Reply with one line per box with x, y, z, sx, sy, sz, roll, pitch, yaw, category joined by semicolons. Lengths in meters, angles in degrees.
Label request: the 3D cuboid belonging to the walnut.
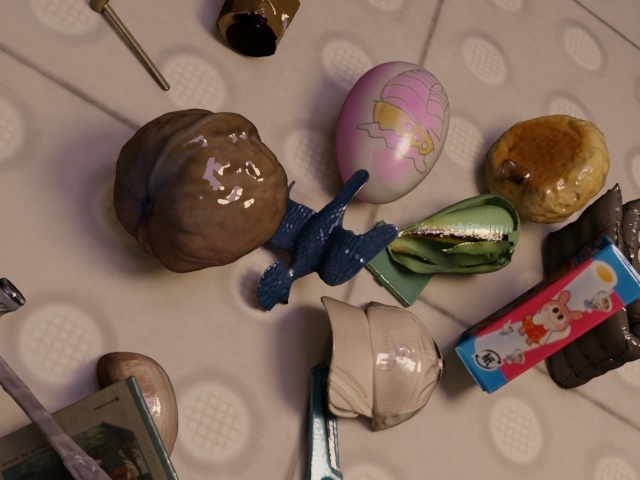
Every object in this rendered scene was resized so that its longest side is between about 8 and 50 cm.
-0.172;-0.077;1.358;0.248;0.248;0.248;14;60;-26;walnut

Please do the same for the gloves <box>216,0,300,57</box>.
-0.094;-0.485;1.671;0.154;0.141;0.331;12;68;2;gloves

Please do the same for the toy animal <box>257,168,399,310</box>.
0.000;0.000;1.477;0.176;0.239;0.255;10;103;-58;toy animal

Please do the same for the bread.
0.433;-0.126;1.779;0.134;0.244;0.244;56;41;-42;bread

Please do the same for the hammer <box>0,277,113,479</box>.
-0.311;0.239;1.143;0.152;0.044;0.427;-44;80;-10;hammer

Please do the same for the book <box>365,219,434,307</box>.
0.128;0.042;1.622;0.135;0.017;0.103;45;49;-6;book

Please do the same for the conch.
0.251;0.003;1.631;0.250;0.137;0.143;-20;77;-45;conch

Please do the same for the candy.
0.375;0.119;1.540;0.100;0.306;0.157;56;14;5;candy

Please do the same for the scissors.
-0.001;0.369;1.366;0.180;0.032;0.393;13;62;-27;scissors

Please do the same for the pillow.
0.502;0.085;1.702;0.101;0.228;0.326;18;59;-16;pillow

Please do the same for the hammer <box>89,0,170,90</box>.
-0.299;-0.329;1.518;0.195;0.060;0.028;53;50;-5;hammer

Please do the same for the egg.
0.121;-0.188;1.620;0.196;0.196;0.271;36;46;-12;egg

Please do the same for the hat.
0.096;0.166;1.441;0.226;0.164;0.219;54;29;-62;hat

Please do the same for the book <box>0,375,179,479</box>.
-0.271;0.337;1.153;0.215;0.025;0.282;-26;78;-7;book

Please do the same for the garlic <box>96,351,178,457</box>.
-0.238;0.227;1.242;0.087;0.101;0.195;-8;72;-37;garlic
